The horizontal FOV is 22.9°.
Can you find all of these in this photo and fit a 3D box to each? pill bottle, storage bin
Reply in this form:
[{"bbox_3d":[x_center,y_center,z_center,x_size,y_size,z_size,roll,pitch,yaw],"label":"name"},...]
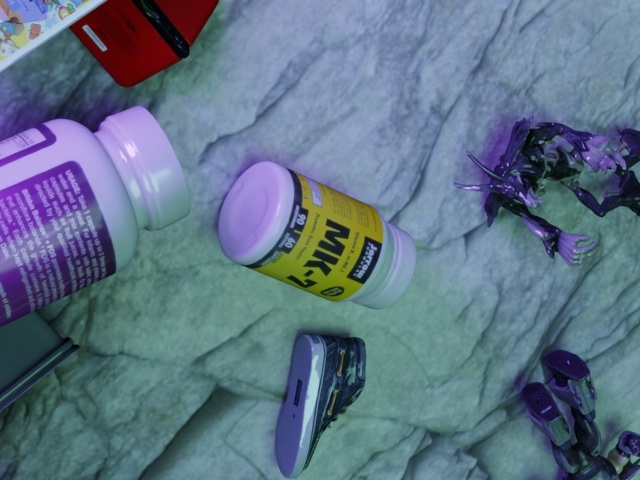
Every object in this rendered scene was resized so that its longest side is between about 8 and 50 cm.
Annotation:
[{"bbox_3d":[-0.288,-0.019,1.569,0.301,0.169,0.169,-25,121,-17],"label":"pill bottle"},{"bbox_3d":[-0.334,0.118,1.659,0.135,0.098,0.091,-38,97,-10],"label":"storage bin"},{"bbox_3d":[0.000,0.000,1.771,0.208,0.119,0.119,23,99,-35],"label":"pill bottle"}]

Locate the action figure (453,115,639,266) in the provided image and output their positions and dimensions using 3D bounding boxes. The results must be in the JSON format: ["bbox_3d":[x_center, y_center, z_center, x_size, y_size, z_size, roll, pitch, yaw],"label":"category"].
[{"bbox_3d":[0.305,-0.068,1.903,0.275,0.141,0.164,-5,125,-29],"label":"action figure"}]

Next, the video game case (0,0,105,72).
[{"bbox_3d":[-0.292,-0.304,1.495,0.206,0.026,0.227,-36,108,-11],"label":"video game case"}]

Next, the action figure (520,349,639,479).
[{"bbox_3d":[0.346,0.286,2.108,0.185,0.099,0.285,-39,128,-16],"label":"action figure"}]

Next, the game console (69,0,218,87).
[{"bbox_3d":[-0.192,-0.250,1.618,0.124,0.085,0.144,-26,127,19],"label":"game console"}]

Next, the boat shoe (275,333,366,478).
[{"bbox_3d":[0.004,0.200,1.893,0.083,0.065,0.183,3,108,-29],"label":"boat shoe"}]
